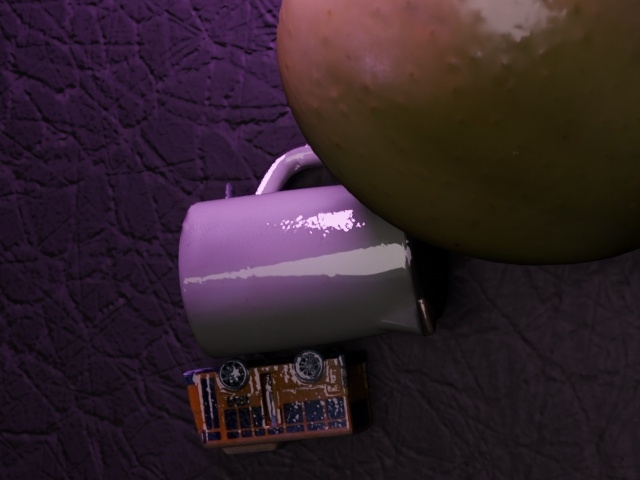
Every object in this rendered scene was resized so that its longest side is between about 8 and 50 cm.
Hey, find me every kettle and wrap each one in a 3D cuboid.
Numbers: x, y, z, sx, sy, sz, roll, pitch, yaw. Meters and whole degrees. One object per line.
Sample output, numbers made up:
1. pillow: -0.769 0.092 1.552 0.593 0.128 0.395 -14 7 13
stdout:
1. kettle: 0.000 0.000 1.878 0.255 0.165 0.240 -9 60 19

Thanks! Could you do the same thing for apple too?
1. apple: 0.192 -0.193 1.651 0.473 0.473 0.474 1 92 19

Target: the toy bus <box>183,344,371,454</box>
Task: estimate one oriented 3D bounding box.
1. toy bus: -0.044 0.168 1.926 0.182 0.091 0.103 -7 89 17
